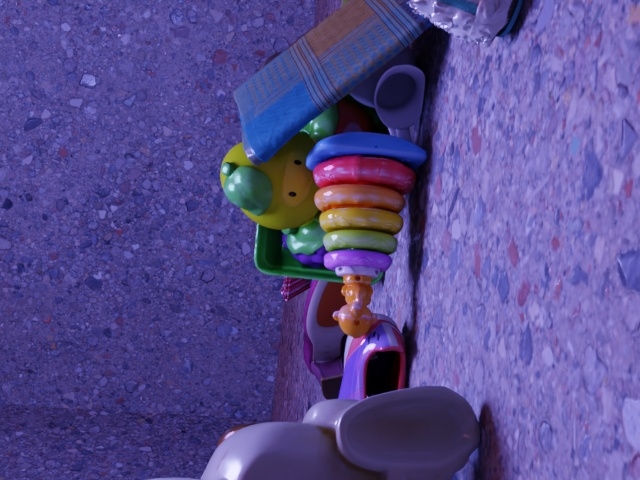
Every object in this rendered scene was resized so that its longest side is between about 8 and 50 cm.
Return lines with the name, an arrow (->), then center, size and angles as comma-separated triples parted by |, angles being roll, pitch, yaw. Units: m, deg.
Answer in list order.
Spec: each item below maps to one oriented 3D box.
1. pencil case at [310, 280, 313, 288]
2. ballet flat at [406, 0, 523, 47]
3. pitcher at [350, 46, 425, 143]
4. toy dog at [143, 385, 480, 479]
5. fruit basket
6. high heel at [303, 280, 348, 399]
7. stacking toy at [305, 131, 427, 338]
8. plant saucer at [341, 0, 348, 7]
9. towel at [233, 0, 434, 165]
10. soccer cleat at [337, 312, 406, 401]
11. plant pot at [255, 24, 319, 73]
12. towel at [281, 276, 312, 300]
pencil case -> 0.035, 0.061, 1.721 | 0.236, 0.104, 0.104 | 103, 170, -53
ballet flat -> 0.141, -0.358, 0.981 | 0.409, 0.146, 0.147 | -96, 12, -60
pitcher -> 0.107, -0.250, 1.311 | 0.207, 0.125, 0.178 | -113, 12, -52
toy dog -> -0.036, 0.348, 0.965 | 0.408, 0.395, 0.285 | 137, 129, -68
fruit basket -> -0.011, -0.107, 1.418 | 0.392, 0.282, 0.392 | 6, -90, -82
high heel -> 0.006, 0.160, 1.722 | 0.181, 0.127, 0.377 | -112, 23, -52
stacking toy -> 0.062, 0.000, 1.214 | 0.166, 0.175, 0.302 | 135, 139, -77
plant saucer -> 0.085, -0.535, 1.783 | 0.188, 0.045, 0.188 | -69, -8, -47
towel -> 0.021, -0.288, 1.250 | 0.040, 0.370, 0.271 | 46, -165, -31
soccer cleat -> 0.074, 0.278, 1.236 | 0.116, 0.108, 0.318 | -124, 42, -73
plant pot -> -0.013, -0.415, 1.986 | 0.229, 0.263, 0.263 | -48, 34, 49
towel -> 0.000, 0.000, 1.757 | 0.031, 0.198, 0.275 | 42, 144, 29
